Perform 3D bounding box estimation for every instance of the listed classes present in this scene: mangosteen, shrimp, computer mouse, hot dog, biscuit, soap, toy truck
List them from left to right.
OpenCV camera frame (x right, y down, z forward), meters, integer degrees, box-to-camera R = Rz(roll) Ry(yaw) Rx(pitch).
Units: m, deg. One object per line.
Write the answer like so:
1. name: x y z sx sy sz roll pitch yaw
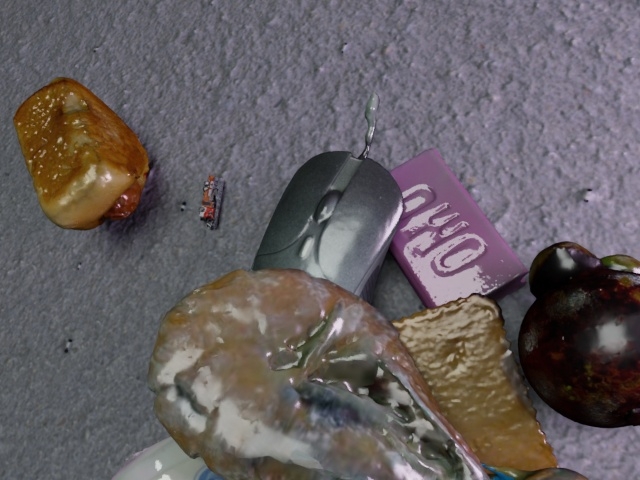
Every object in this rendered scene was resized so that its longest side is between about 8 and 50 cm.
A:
1. hot dog: -0.354 -0.119 0.792 0.150 0.153 0.256 -37 61 6
2. toy truck: -0.165 -0.058 0.780 0.032 0.024 0.083 11 67 -10
3. computer mouse: 0.000 0.000 0.620 0.167 0.090 0.379 19 94 23
4. shrimp: 0.043 0.172 0.518 0.446 0.110 0.221 25 66 4
5. biscuit: 0.112 0.197 0.562 0.237 0.013 0.231 -19 84 8
6. soap: 0.145 -0.003 0.640 0.122 0.065 0.203 -32 64 3
7. mangosteen: 0.273 0.091 0.514 0.173 0.172 0.184 -30 63 4

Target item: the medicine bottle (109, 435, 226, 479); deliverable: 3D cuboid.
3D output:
1. medicine bottle: -0.093 0.347 0.519 0.170 0.170 0.293 -35 64 2
